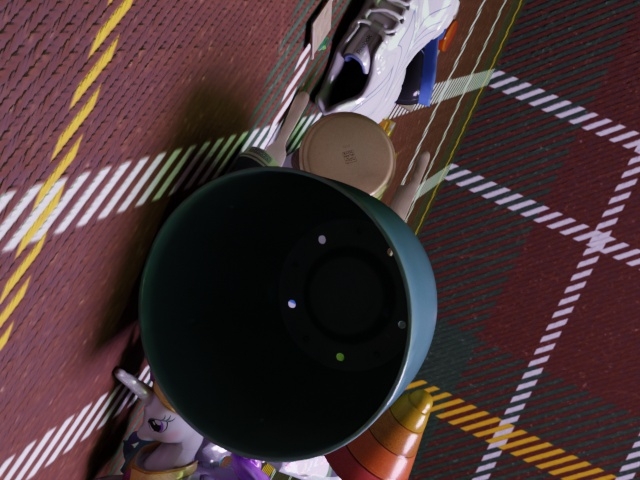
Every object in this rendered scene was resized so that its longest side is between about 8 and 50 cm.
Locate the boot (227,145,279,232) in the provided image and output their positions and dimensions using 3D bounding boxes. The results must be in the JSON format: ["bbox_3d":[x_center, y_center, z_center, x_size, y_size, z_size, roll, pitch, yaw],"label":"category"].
[{"bbox_3d":[-0.092,-0.024,1.463,0.086,0.069,0.190,-51,157,-28],"label":"boot"}]

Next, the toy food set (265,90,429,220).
[{"bbox_3d":[0.030,-0.096,1.558,0.132,0.192,0.038,-64,-175,-14],"label":"toy food set"}]

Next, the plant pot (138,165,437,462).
[{"bbox_3d":[-0.007,0.069,1.330,0.293,0.293,0.235,-66,161,11],"label":"plant pot"}]

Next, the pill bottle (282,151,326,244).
[{"bbox_3d":[0.005,-0.016,1.709,0.152,0.152,0.272,-62,170,-13],"label":"pill bottle"}]

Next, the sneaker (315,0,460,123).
[{"bbox_3d":[0.090,-0.273,1.628,0.297,0.111,0.129,-64,165,16],"label":"sneaker"}]

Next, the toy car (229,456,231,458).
[{"bbox_3d":[-0.053,0.350,2.246,0.155,0.188,0.149,-64,170,-1],"label":"toy car"}]

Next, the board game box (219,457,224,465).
[{"bbox_3d":[-0.140,0.289,2.106,0.186,0.026,0.126,-60,170,-23],"label":"board game box"}]

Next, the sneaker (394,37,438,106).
[{"bbox_3d":[0.132,-0.307,1.891,0.081,0.090,0.232,96,0,-60],"label":"sneaker"}]

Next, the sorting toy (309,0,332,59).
[{"bbox_3d":[-0.002,-0.246,1.489,0.083,0.012,0.062,94,19,-58],"label":"sorting toy"}]

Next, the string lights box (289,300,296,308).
[{"bbox_3d":[0.000,0.000,1.926,0.133,0.077,0.259,-42,158,-82],"label":"string lights box"}]

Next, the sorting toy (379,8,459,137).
[{"bbox_3d":[0.171,-0.290,2.223,0.307,0.041,0.229,-65,170,5],"label":"sorting toy"}]

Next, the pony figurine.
[{"bbox_3d":[-0.110,0.299,1.465,0.303,0.351,0.363,-112,-141,-59],"label":"pony figurine"}]

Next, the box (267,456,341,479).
[{"bbox_3d":[-0.044,0.223,1.734,0.142,0.247,0.163,28,87,-37],"label":"box"}]

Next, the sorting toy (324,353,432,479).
[{"bbox_3d":[0.065,0.140,1.500,0.126,0.127,0.365,-49,-151,24],"label":"sorting toy"}]
